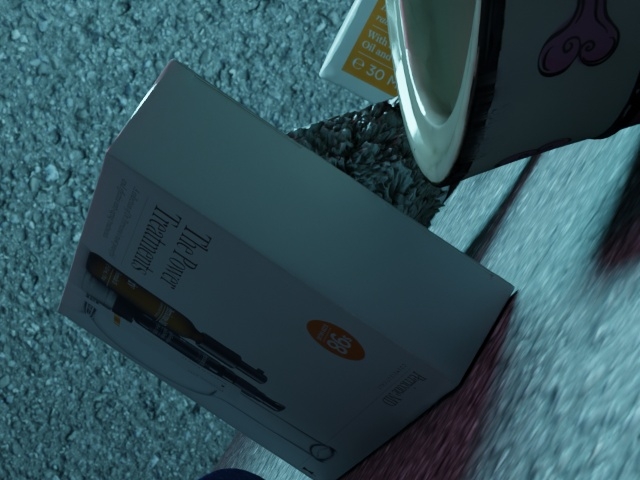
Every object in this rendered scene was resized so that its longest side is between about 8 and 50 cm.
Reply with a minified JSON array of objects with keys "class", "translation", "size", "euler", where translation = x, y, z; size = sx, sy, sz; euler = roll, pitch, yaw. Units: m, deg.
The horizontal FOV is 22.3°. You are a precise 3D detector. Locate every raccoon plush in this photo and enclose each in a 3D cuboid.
[{"class":"raccoon plush","translation":[0.068,0.026,1.494],"size":[0.446,0.299,0.216],"euler":[-22,-2,22]}]

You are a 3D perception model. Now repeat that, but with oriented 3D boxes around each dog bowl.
[{"class":"dog bowl","translation":[0.131,-0.238,0.960],"size":[0.408,0.150,0.408],"euler":[177,90,-85]}]

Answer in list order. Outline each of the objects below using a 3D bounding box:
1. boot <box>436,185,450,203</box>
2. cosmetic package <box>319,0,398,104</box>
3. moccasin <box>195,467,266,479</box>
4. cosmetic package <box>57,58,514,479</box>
[{"class":"boot","translation":[0.136,-0.101,2.232],"size":[0.123,0.095,0.258],"euler":[-65,3,-21]},{"class":"cosmetic package","translation":[0.203,-0.340,1.823],"size":[0.453,0.230,0.161],"euler":[-62,3,15]},{"class":"moccasin","translation":[-0.138,0.323,1.217],"size":[0.342,0.138,0.117],"euler":[-56,-4,-32]},{"class":"cosmetic package","translation":[-0.047,0.046,1.252],"size":[0.097,0.284,0.377],"euler":[-59,1,-23]}]
